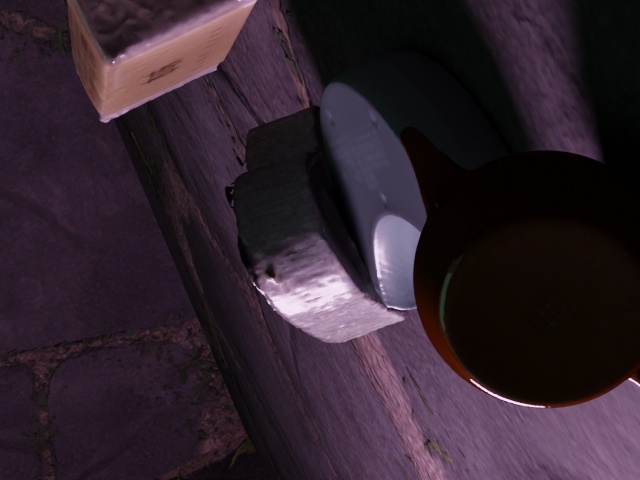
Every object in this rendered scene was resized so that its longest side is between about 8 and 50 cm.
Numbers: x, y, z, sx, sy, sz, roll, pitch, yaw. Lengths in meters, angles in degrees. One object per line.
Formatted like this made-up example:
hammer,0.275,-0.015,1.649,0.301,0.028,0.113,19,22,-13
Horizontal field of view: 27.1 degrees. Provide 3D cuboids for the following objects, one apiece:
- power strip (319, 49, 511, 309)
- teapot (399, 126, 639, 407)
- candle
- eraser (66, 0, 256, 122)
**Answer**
power strip,0.056,-0.031,0.799,0.253,0.054,0.167,-174,61,-77
teapot,0.100,0.013,0.579,0.173,0.116,0.116,38,173,-9
candle,0.000,0.000,0.945,0.192,0.068,0.168,-83,-31,-60
eraser,-0.152,-0.187,1.207,0.078,0.144,0.343,63,170,-1
